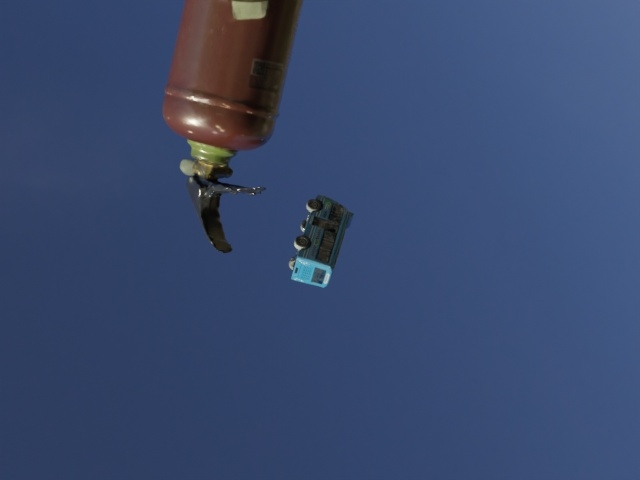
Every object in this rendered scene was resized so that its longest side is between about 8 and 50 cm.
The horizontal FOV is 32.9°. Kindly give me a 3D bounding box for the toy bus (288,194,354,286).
[{"bbox_3d":[0.000,0.000,1.011,0.046,0.038,0.083,17,-128,1],"label":"toy bus"}]

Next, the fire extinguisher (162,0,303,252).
[{"bbox_3d":[-0.065,-0.164,0.927,0.102,0.138,0.344,9,-84,-40],"label":"fire extinguisher"}]
